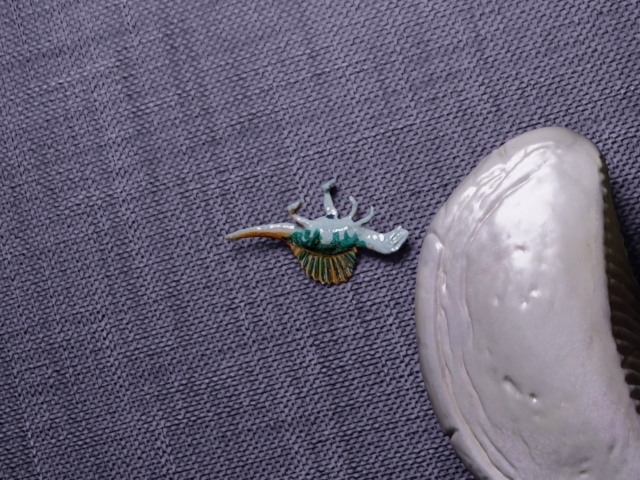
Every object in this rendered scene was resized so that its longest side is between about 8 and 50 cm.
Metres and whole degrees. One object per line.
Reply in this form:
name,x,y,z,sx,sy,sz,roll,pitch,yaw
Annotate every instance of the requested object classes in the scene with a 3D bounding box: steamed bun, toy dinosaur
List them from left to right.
toy dinosaur,-0.001,0.001,1.903,0.187,0.044,0.106,-28,97,13
steamed bun,0.205,0.092,1.733,0.236,0.247,0.383,-13,86,13
